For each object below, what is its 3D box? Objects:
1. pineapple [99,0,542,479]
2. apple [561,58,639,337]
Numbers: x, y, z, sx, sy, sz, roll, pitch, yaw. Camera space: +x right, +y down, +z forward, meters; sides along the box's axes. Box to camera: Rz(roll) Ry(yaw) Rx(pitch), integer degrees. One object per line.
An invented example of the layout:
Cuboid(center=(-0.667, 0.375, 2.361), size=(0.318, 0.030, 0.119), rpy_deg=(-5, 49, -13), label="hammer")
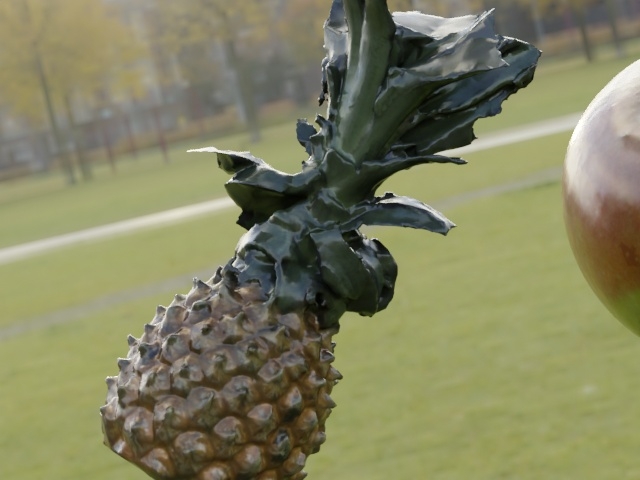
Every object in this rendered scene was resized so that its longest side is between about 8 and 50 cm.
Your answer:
Cuboid(center=(0.000, 0.000, 0.944), size=(0.119, 0.277, 0.130), rpy_deg=(25, 2, -42), label="pineapple")
Cuboid(center=(0.281, -0.031, 1.280), size=(0.261, 0.194, 0.261), rpy_deg=(-14, 14, 4), label="apple")
